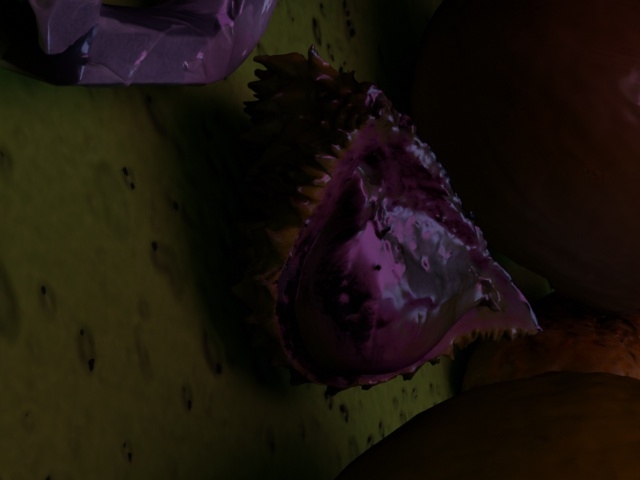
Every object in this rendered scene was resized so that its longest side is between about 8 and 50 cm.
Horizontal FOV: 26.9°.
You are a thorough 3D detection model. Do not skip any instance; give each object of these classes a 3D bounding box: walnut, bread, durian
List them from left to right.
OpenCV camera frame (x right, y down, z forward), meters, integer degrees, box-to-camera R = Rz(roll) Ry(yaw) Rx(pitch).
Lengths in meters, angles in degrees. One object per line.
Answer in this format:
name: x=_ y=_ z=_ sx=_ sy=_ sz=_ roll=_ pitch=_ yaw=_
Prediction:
durian: x=-0.002 y=0.003 z=0.598 sx=0.108 sy=0.119 sz=0.186 roll=-49 pitch=134 yaw=-8
bread: x=0.171 y=0.080 z=0.856 sx=0.211 sy=0.114 sz=0.083 roll=-22 pitch=116 yaw=-63
walnut: x=0.189 y=-0.061 z=0.798 sx=0.298 sy=0.203 sz=0.203 roll=21 pitch=60 yaw=-25

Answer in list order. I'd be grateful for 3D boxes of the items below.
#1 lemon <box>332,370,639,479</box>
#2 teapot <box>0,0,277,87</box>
lemon: x=0.089 y=0.197 z=0.509 sx=0.316 sy=0.285 sz=0.285 roll=-94 pitch=159 yaw=-53
teapot: x=-0.032 y=-0.164 z=0.495 sx=0.178 sy=0.163 sz=0.221 roll=14 pitch=69 yaw=-68
